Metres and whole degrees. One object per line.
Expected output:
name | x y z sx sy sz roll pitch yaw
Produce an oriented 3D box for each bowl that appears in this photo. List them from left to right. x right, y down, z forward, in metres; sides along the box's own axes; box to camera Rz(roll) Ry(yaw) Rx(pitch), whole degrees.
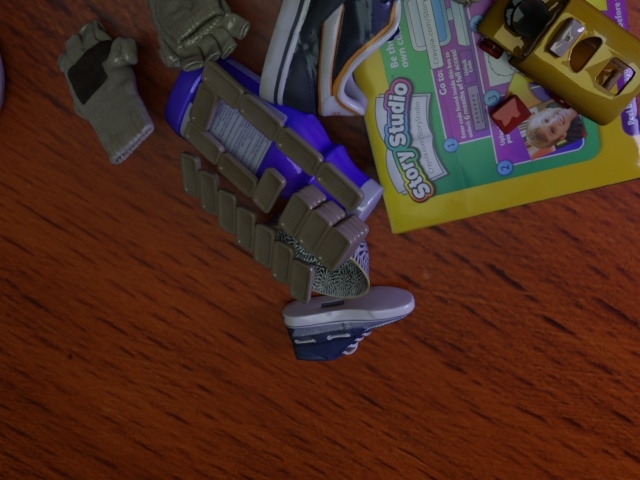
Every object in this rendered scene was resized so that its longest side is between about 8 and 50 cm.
bowl | 0.000 0.000 0.930 0.170 0.170 0.080 28 65 -7

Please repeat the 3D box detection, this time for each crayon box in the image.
crayon box | 0.195 -0.219 0.840 0.313 0.106 0.362 -13 108 9

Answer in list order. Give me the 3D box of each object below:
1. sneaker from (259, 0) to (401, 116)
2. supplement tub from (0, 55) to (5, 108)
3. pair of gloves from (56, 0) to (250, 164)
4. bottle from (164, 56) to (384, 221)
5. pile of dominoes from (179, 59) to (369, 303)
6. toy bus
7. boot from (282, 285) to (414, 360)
sneaker | 0.036 -0.280 0.710 0.128 0.126 0.321 18 118 2
supplement tub | -0.533 -0.174 0.776 0.236 0.325 0.235 1 111 3
pair of gloves | -0.212 -0.230 0.841 0.240 0.042 0.204 -46 62 12
bottle | -0.055 -0.116 0.859 0.283 0.092 0.118 35 114 9
pile of dominoes | -0.060 -0.065 0.818 0.251 0.040 0.196 43 135 11
toy bus | 0.248 -0.209 0.726 0.202 0.104 0.190 -11 108 7
boot | 0.045 0.122 1.002 0.190 0.069 0.086 -7 117 14
